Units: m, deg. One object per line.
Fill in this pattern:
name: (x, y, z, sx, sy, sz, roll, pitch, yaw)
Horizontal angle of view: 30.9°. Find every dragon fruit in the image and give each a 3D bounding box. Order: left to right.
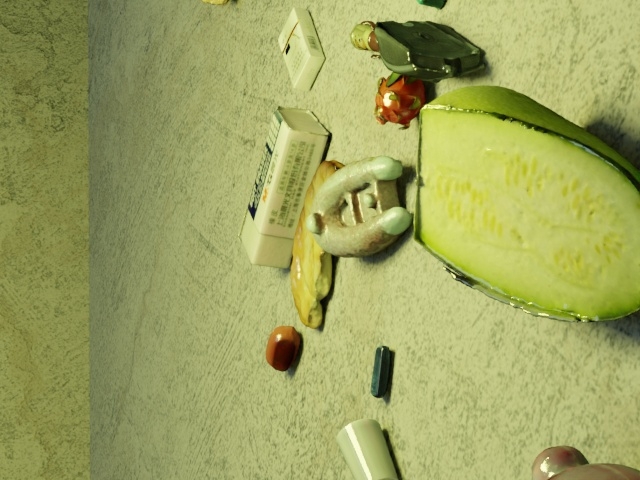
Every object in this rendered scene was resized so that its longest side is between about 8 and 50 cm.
dragon fruit: (0.129, -0.233, 1.817, 0.086, 0.081, 0.116, -28, 36, 59)

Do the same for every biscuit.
biscuit: (-0.002, -0.001, 2.084, 0.154, 0.045, 0.299, 51, 130, 54)

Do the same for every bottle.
bottle: (0.090, -0.343, 1.967, 0.047, 0.063, 0.101, -51, 29, -4)

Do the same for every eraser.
eraser: (-0.073, -0.101, 2.218, 0.130, 0.086, 0.287, -122, 45, -56)

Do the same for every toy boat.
toy boat: (0.052, -0.050, 1.884, 0.227, 0.085, 0.155, -24, 75, 53)

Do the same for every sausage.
sausage: (-0.071, 0.200, 2.169, 0.054, 0.059, 0.094, -92, 16, -62)

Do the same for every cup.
cup: (0.076, 0.350, 1.810, 0.104, 0.074, 0.116, 87, 164, -47)

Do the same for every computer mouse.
computer mouse: (0.153, -0.274, 1.732, 0.231, 0.126, 0.071, -130, 41, -56)

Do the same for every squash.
squash: (0.256, -0.024, 1.333, 0.309, 0.210, 0.234, -120, 29, -59)

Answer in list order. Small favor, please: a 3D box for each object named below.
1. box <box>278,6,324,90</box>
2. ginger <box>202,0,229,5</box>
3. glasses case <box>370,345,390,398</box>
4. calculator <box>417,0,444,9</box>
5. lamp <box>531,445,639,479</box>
box: (-0.038, -0.375, 2.264, 0.154, 0.040, 0.084, -108, 33, -40)
ginger: (-0.258, -0.607, 2.774, 0.089, 0.075, 0.288, -46, 30, 2)
glasses case: (0.098, 0.208, 1.838, 0.033, 0.023, 0.083, -178, 96, -74)
calculator: (0.170, -0.526, 1.825, 0.248, 0.058, 0.274, -115, 39, -50)
lamp: (0.264, 0.377, 1.178, 0.247, 0.247, 0.301, -144, 56, -66)
